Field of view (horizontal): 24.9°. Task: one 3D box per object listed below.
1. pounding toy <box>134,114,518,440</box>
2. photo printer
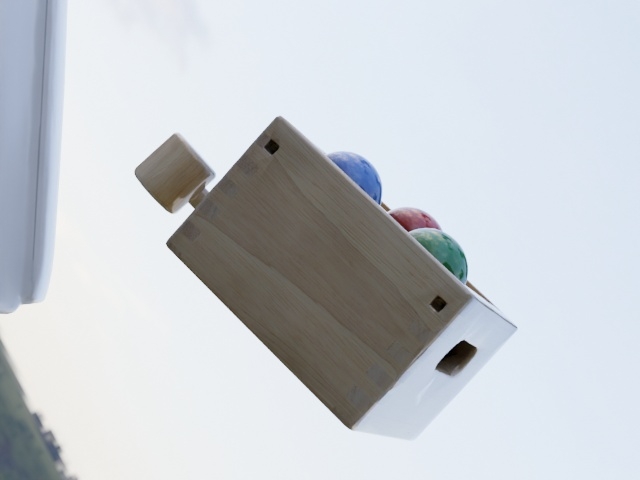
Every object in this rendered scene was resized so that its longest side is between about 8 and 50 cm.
[{"bbox_3d":[-0.001,-0.002,0.743,0.206,0.094,0.181,44,4,19],"label":"pounding toy"},{"bbox_3d":[-0.197,-0.116,0.814,0.256,0.107,0.307,173,-80,-77],"label":"photo printer"}]
